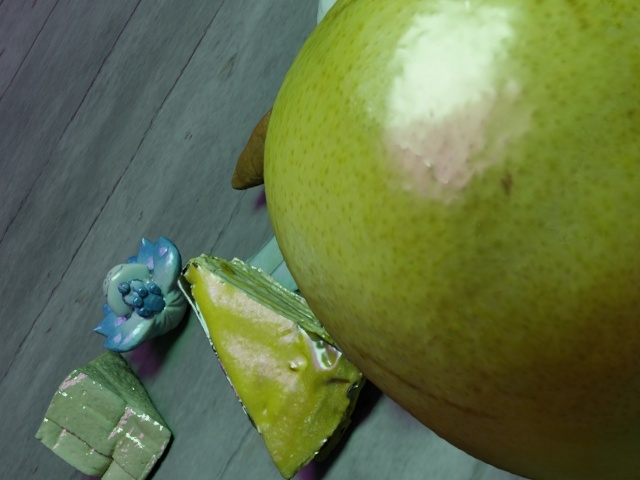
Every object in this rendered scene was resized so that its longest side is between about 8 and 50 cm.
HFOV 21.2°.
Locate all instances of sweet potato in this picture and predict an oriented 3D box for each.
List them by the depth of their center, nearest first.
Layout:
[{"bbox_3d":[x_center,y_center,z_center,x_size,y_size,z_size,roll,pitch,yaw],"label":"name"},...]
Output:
[{"bbox_3d":[-0.006,-0.105,1.409,0.202,0.055,0.058,-38,73,34],"label":"sweet potato"}]

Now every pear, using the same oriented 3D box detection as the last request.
[{"bbox_3d":[0.127,-0.032,0.874,0.314,0.314,0.314,-39,35,36],"label":"pear"}]

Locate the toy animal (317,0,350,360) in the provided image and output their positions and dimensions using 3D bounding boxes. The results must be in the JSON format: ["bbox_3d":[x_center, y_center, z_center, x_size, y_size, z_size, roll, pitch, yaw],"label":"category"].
[{"bbox_3d":[0.085,-0.091,1.139,0.258,0.194,0.357,-11,69,38],"label":"toy animal"}]

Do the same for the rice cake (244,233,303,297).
[{"bbox_3d":[0.000,0.000,1.320,0.226,0.040,0.085,-48,31,24],"label":"rice cake"}]

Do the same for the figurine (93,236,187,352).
[{"bbox_3d":[-0.161,0.047,1.504,0.114,0.079,0.114,-36,43,44],"label":"figurine"}]

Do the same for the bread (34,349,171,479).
[{"bbox_3d":[-0.175,0.157,1.493,0.077,0.105,0.152,-58,-3,9],"label":"bread"}]

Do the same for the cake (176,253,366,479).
[{"bbox_3d":[-0.037,0.092,1.256,0.185,0.080,0.116,24,102,32],"label":"cake"}]
